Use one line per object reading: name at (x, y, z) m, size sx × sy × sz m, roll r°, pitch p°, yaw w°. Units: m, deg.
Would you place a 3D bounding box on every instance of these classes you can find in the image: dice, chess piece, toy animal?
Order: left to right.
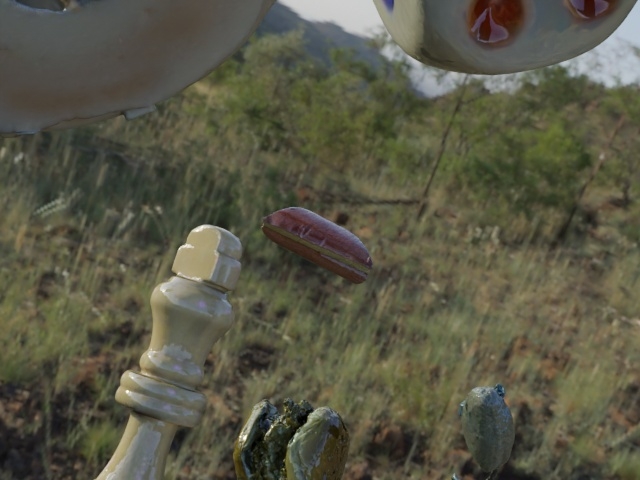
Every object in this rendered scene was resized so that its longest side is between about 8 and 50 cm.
chess piece at (-0.178, 0.171, 1.017) m, size 0.117 × 0.397 × 0.117 m, roll 18°, pitch -8°, yaw 3°
toy animal at (0.230, 0.291, 1.277) m, size 0.070 × 0.253 × 0.079 m, roll -7°, pitch 43°, yaw -4°
dice at (0.187, -0.386, 1.029) m, size 0.276 × 0.304 × 0.304 m, roll -15°, pitch 39°, yaw -3°

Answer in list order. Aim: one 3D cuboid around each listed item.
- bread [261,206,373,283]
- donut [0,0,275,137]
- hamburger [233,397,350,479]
bread at (0.000, -0.001, 1.498) m, size 0.192 × 0.067 × 0.119 m, roll 26°, pitch 13°, yaw 3°
donut at (-0.200, -0.236, 0.653) m, size 0.382 × 0.382 × 0.142 m, roll 8°, pitch 48°, yaw -41°
hamburger at (-0.031, 0.295, 1.186) m, size 0.131 × 0.185 × 0.159 m, roll 1°, pitch 30°, yaw 16°
